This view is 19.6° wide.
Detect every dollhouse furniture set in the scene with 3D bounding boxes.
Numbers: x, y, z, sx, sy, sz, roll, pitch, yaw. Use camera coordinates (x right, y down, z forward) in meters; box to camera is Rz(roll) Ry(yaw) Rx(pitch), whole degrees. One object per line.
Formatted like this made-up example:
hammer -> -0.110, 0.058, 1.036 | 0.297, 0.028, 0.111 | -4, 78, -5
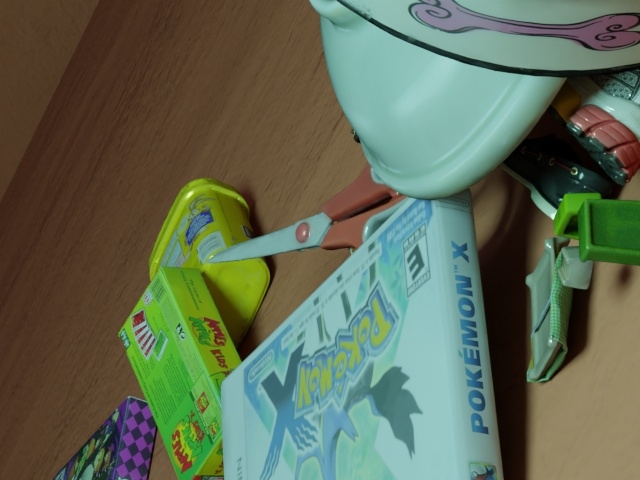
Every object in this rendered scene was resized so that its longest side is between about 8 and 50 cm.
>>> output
dollhouse furniture set -> 0.164, 0.023, 1.084 | 0.151, 0.059, 0.076 | 105, 169, -61

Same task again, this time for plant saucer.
plant saucer -> 0.073, -0.229, 1.139 | 0.400, 0.101, 0.400 | -166, 90, -70

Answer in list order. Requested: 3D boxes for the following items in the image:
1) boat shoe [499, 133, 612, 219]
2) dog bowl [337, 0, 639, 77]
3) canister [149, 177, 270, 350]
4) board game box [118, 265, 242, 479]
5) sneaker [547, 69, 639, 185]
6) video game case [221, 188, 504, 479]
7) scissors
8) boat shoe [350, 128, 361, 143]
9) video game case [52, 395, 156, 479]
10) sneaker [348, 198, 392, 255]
boat shoe -> 0.146, -0.044, 1.172 | 0.042, 0.049, 0.133 | -59, 22, 10
dog bowl -> 0.124, -0.290, 0.892 | 0.150, 0.408, 0.408 | 40, -109, -86
canister -> -0.106, 0.029, 1.758 | 0.126, 0.073, 0.170 | -64, 20, 17
board game box -> -0.112, 0.120, 1.613 | 0.092, 0.043, 0.181 | -56, 45, 34
sneaker -> 0.175, -0.108, 1.134 | 0.093, 0.088, 0.225 | -44, 23, 8
video game case -> 0.017, 0.164, 1.230 | 0.329, 0.036, 0.300 | -45, 41, 49
scissors -> 0.000, 0.000, 1.350 | 0.297, 0.021, 0.109 | -33, 55, 43
boat shoe -> 0.069, -0.083, 1.400 | 0.207, 0.073, 0.073 | -123, 55, -76
video game case -> -0.237, 0.302, 1.869 | 0.210, 0.042, 0.232 | -45, 29, 47
sneaker -> 0.057, 0.033, 1.327 | 0.067, 0.064, 0.175 | -36, 47, 51
